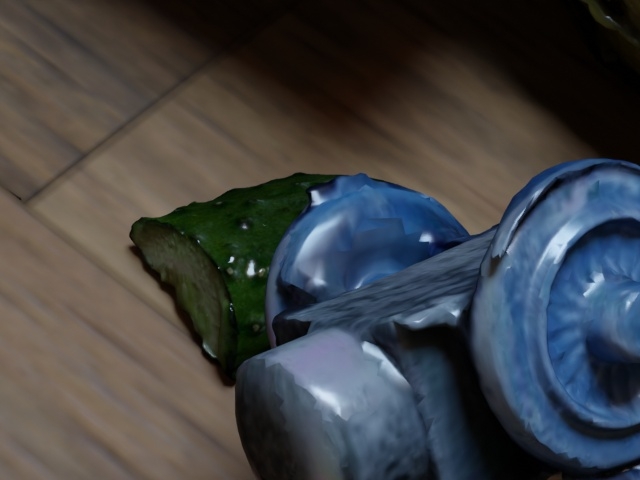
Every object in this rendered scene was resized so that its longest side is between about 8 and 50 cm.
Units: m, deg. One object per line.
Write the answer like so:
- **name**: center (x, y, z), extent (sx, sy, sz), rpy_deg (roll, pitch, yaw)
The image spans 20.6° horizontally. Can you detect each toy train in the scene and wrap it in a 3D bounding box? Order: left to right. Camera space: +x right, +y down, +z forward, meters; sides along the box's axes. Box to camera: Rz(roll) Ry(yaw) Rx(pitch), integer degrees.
- **toy train**: center (0.119, 0.053, 0.484), extent (0.299, 0.131, 0.202), rpy_deg (-20, 98, -31)

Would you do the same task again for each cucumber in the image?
- **cucumber**: center (0.000, 0.000, 0.582), extent (0.107, 0.035, 0.067), rpy_deg (-18, 58, -33)

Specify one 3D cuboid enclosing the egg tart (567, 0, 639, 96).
- **egg tart**: center (0.187, -0.128, 0.700), extent (0.294, 0.123, 0.294), rpy_deg (10, 52, -13)
